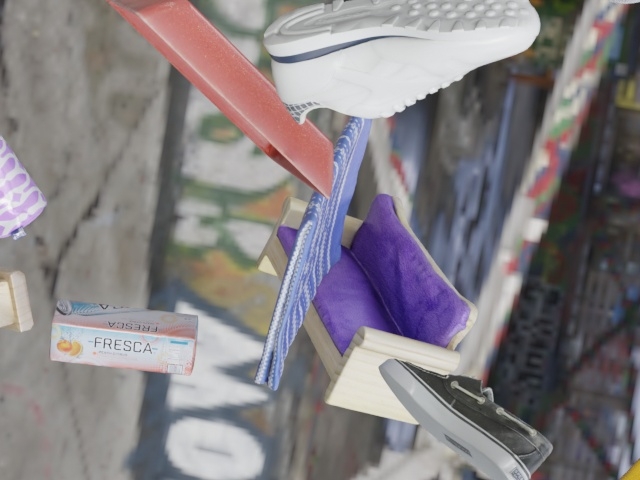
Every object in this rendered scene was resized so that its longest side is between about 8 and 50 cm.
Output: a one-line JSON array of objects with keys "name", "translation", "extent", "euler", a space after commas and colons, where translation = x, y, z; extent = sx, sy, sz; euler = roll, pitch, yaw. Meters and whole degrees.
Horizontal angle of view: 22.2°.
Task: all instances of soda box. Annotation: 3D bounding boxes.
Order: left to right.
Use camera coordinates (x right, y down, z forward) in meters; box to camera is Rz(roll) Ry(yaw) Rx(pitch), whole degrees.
[{"name": "soda box", "translation": [-0.248, 0.123, 2.069], "extent": [0.063, 0.183, 0.058], "euler": [-90, -171, -62]}]

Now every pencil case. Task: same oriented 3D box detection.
[{"name": "pencil case", "translation": [-0.429, -0.097, 2.048], "extent": [0.206, 0.088, 0.086], "euler": [58, 14, -14]}]

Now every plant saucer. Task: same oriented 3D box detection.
[{"name": "plant saucer", "translation": [-0.095, -0.163, 1.630], "extent": [0.048, 0.258, 0.259], "euler": [-47, -161, -2]}]

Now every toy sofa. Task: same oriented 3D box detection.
[{"name": "toy sofa", "translation": [0.053, 0.066, 2.171], "extent": [0.177, 0.150, 0.362], "euler": [-63, -151, 21]}]

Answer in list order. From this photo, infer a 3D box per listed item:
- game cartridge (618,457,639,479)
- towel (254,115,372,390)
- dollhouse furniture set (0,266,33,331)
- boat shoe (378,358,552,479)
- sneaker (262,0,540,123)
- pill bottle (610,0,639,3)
[{"name": "game cartridge", "translation": [0.324, 0.252, 1.449], "extent": [0.285, 0.052, 0.323], "euler": [-1, 136, -45]}, {"name": "towel", "translation": [0.000, 0.000, 1.969], "extent": [0.336, 0.040, 0.243], "euler": [-66, 173, -59]}, {"name": "dollhouse furniture set", "translation": [-0.297, -0.112, 1.320], "extent": [0.174, 0.355, 0.303], "euler": [-18, 108, -36]}, {"name": "boat shoe", "translation": [0.155, 0.185, 1.759], "extent": [0.070, 0.219, 0.078], "euler": [-43, 144, -15]}, {"name": "sneaker", "translation": [0.072, -0.155, 1.372], "extent": [0.090, 0.235, 0.095], "euler": [-64, 144, -54]}, {"name": "pill bottle", "translation": [0.448, -0.365, 1.738], "extent": [0.361, 0.204, 0.204], "euler": [-15, 124, -29]}]
